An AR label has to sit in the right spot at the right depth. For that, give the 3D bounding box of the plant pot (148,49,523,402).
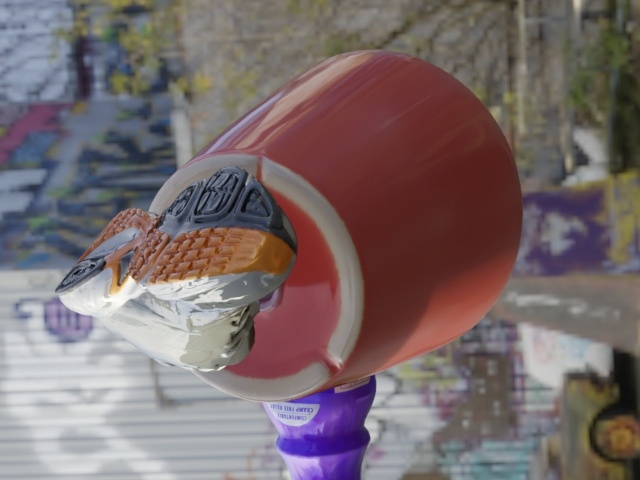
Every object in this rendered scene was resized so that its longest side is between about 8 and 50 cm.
[{"bbox_3d":[0.000,0.000,1.174,0.243,0.275,0.275,-31,-60,-59],"label":"plant pot"}]

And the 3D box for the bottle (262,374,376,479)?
[{"bbox_3d":[-0.005,0.127,1.414,0.092,0.118,0.283,-15,-76,-49],"label":"bottle"}]

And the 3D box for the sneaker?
[{"bbox_3d":[-0.071,0.031,0.966,0.099,0.121,0.262,-55,21,-22],"label":"sneaker"}]
